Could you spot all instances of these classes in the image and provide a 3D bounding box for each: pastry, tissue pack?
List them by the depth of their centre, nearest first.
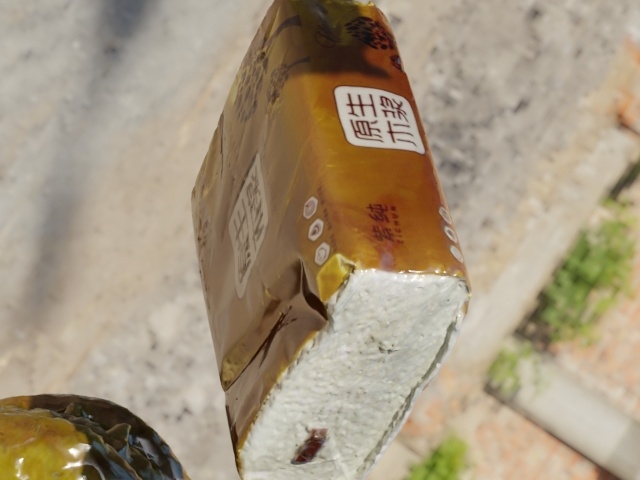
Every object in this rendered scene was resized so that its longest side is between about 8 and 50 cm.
[{"bbox_3d":[0.000,0.000,1.006,0.226,0.092,0.183,-101,-154,-44],"label":"tissue pack"},{"bbox_3d":[-0.200,0.224,1.220,0.240,0.235,0.132,-19,177,11],"label":"pastry"}]
